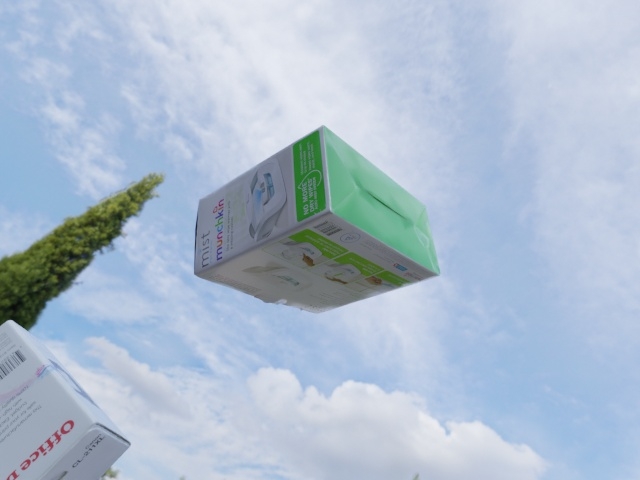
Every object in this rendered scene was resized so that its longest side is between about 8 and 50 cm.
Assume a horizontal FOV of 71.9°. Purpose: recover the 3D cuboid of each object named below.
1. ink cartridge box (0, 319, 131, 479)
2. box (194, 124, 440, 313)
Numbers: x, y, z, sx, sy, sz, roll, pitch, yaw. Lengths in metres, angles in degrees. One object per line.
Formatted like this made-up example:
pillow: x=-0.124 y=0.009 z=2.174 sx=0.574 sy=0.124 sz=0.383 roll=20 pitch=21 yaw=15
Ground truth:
ink cartridge box: x=-0.289 y=0.180 z=0.412 sx=0.175 sy=0.127 sz=0.072 roll=29 pitch=-29 yaw=28
box: x=0.000 y=0.000 z=0.621 sx=0.231 sy=0.127 sz=0.262 roll=-23 pitch=-32 yaw=33
